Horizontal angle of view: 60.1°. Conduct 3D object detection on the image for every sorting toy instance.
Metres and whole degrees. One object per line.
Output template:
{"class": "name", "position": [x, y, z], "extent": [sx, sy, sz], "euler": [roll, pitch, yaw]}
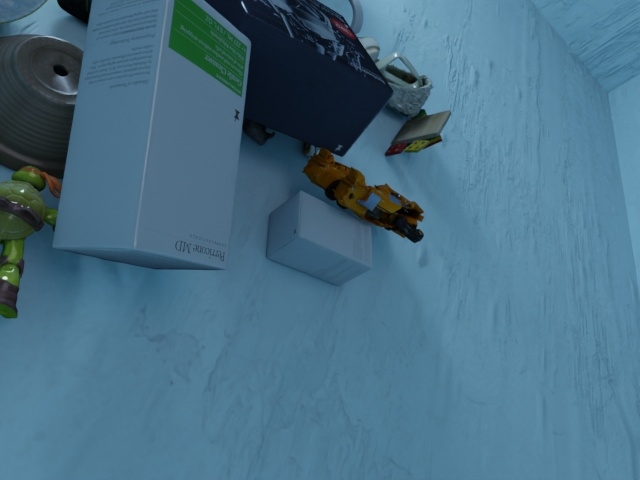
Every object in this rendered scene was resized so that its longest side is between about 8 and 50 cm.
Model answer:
{"class": "sorting toy", "position": [0.272, -0.280, 1.469], "extent": [0.274, 0.132, 0.046], "euler": [-55, 127, -44]}

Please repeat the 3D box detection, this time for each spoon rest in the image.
{"class": "spoon rest", "position": [-0.004, -0.629, 1.396], "extent": [0.276, 0.084, 0.137], "euler": [36, 35, 8]}

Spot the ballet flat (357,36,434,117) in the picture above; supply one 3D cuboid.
{"class": "ballet flat", "position": [0.137, -0.453, 1.437], "extent": [0.409, 0.147, 0.147], "euler": [15, 57, -36]}

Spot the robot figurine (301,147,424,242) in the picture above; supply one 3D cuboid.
{"class": "robot figurine", "position": [0.107, -0.086, 1.151], "extent": [0.291, 0.085, 0.211], "euler": [21, 15, -46]}

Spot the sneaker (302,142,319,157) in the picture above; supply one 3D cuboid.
{"class": "sneaker", "position": [-0.018, -0.217, 1.234], "extent": [0.037, 0.032, 0.083], "euler": [40, 48, -38]}

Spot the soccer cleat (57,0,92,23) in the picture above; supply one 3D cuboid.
{"class": "soccer cleat", "position": [-0.371, -0.386, 0.980], "extent": [0.179, 0.060, 0.072], "euler": [10, 61, -42]}

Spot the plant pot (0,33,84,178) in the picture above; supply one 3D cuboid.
{"class": "plant pot", "position": [-0.400, -0.218, 0.817], "extent": [0.237, 0.110, 0.237], "euler": [21, 54, -33]}

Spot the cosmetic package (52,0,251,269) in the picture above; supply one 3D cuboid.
{"class": "cosmetic package", "position": [-0.228, -0.148, 0.789], "extent": [0.197, 0.155, 0.365], "euler": [19, 72, -62]}

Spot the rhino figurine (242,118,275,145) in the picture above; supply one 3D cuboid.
{"class": "rhino figurine", "position": [-0.184, -0.245, 1.059], "extent": [0.243, 0.073, 0.106], "euler": [14, 60, -38]}

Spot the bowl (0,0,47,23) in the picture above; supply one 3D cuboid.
{"class": "bowl", "position": [-0.529, -0.470, 0.787], "extent": [0.156, 0.289, 0.289], "euler": [18, 38, 21]}

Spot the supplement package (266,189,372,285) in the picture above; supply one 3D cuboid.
{"class": "supplement package", "position": [0.000, 0.000, 1.063], "extent": [0.179, 0.105, 0.105], "euler": [24, 52, -32]}

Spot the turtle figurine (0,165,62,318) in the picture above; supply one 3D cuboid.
{"class": "turtle figurine", "position": [-0.393, -0.015, 0.716], "extent": [0.269, 0.087, 0.217], "euler": [32, 52, -35]}

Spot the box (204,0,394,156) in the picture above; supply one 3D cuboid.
{"class": "box", "position": [-0.077, -0.372, 1.094], "extent": [0.343, 0.179, 0.312], "euler": [14, 40, -38]}
